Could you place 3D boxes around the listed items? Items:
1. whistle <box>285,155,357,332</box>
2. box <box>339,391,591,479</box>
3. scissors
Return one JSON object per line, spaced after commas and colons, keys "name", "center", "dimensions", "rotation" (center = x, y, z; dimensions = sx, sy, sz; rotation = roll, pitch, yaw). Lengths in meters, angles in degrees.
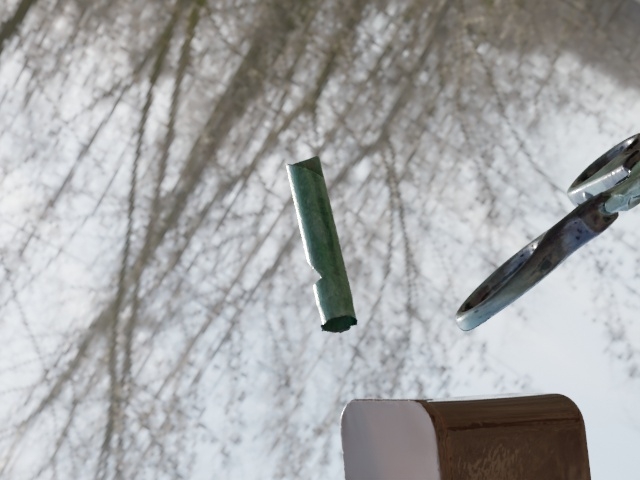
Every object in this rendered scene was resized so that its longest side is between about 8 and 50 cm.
{"name": "whistle", "center": [0.000, 0.000, 1.196], "dimensions": [0.039, 0.039, 0.186], "rotation": [16, -129, -43]}
{"name": "box", "center": [0.187, 0.357, 1.509], "dimensions": [0.229, 0.340, 0.239], "rotation": [-2, 174, -28]}
{"name": "scissors", "center": [0.257, -0.059, 0.908], "dimensions": [0.029, 0.383, 0.256], "rotation": [47, -121, -1]}
